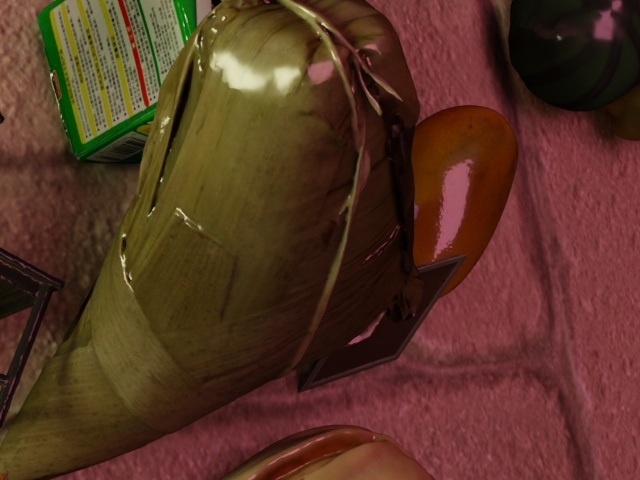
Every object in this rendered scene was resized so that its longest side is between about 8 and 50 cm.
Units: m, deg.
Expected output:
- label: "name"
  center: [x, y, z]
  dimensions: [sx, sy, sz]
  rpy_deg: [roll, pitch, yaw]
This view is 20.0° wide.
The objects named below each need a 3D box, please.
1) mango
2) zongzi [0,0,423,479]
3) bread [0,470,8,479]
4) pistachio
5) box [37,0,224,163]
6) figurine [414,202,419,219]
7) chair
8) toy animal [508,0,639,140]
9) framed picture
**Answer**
- label: "mango"
  center: [0.135, -0.045, 2.005]
  dimensions: [0.138, 0.113, 0.253]
  rpy_deg: [36, 64, -26]
- label: "zongzi"
  center: [-0.122, 0.002, 1.523]
  dimensions: [0.467, 0.500, 0.218]
  rpy_deg: [-37, 63, -19]
- label: "bread"
  center: [-0.267, 0.292, 1.572]
  dimensions: [0.147, 0.152, 0.127]
  rpy_deg: [34, 95, -21]
- label: "pistachio"
  center: [-0.012, 0.285, 1.759]
  dimensions: [0.299, 0.187, 0.187]
  rpy_deg: [-23, 90, -32]
- label: "box"
  center: [-0.159, -0.183, 1.745]
  dimensions: [0.103, 0.250, 0.180]
  rpy_deg: [-8, 80, -43]
- label: "figurine"
  center: [-0.002, -0.001, 1.884]
  dimensions: [0.240, 0.116, 0.175]
  rpy_deg: [41, 66, -14]
- label: "chair"
  center: [-0.324, 0.032, 1.625]
  dimensions: [0.141, 0.154, 0.260]
  rpy_deg: [31, 62, -26]
- label: "toy animal"
  center: [0.385, -0.239, 2.194]
  dimensions: [0.338, 0.191, 0.216]
  rpy_deg: [13, 69, -32]
- label: "framed picture"
  center: [0.063, 0.083, 1.876]
  dimensions: [0.142, 0.183, 0.011]
  rpy_deg: [-16, 59, -38]
